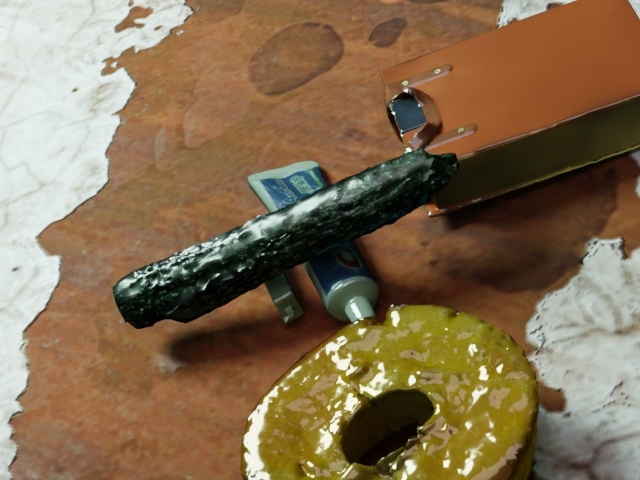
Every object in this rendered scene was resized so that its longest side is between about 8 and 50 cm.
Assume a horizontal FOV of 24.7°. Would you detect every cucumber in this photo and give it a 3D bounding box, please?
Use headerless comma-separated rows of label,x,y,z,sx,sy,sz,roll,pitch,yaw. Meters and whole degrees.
cucumber,-0.024,0.000,0.979,0.256,0.043,0.044,-24,46,15

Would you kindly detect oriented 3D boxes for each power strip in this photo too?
power strip,-0.031,0.027,1.015,0.017,0.027,0.083,-31,43,2

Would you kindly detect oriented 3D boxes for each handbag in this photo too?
handbag,0.143,-0.098,1.028,0.190,0.063,0.127,-19,42,4

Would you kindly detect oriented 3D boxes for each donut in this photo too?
donut,0.047,0.122,0.853,0.178,0.065,0.162,-27,46,-1

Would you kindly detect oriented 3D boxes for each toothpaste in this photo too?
toothpaste,0.000,0.000,1.023,0.057,0.035,0.197,-16,39,-11
